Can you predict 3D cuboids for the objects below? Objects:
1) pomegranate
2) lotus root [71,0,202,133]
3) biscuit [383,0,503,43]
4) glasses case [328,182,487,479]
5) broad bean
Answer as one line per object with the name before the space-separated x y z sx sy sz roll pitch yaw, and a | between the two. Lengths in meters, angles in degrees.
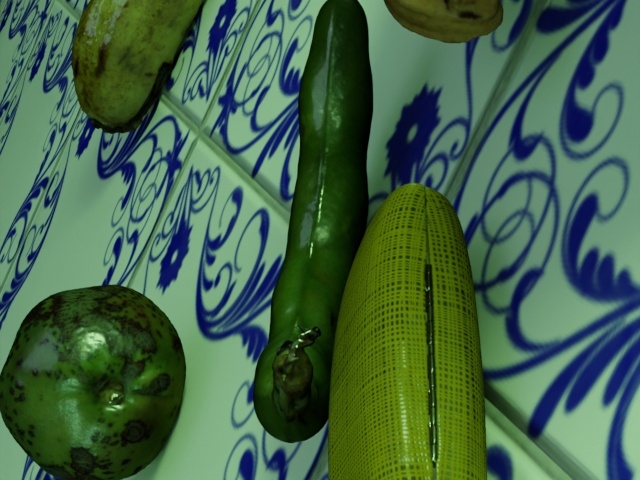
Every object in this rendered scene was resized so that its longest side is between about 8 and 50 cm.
pomegranate | -0.146 0.100 1.079 0.125 0.163 0.138 6 89 29
lotus root | -0.161 -0.223 1.434 0.258 0.097 0.110 -61 19 7
biscuit | 0.068 -0.225 0.789 0.043 0.183 0.280 66 -156 -65
glasses case | 0.039 0.075 0.691 0.079 0.064 0.234 112 166 -45
broad bean | 0.000 0.000 0.833 0.144 0.049 0.292 98 -179 -46
